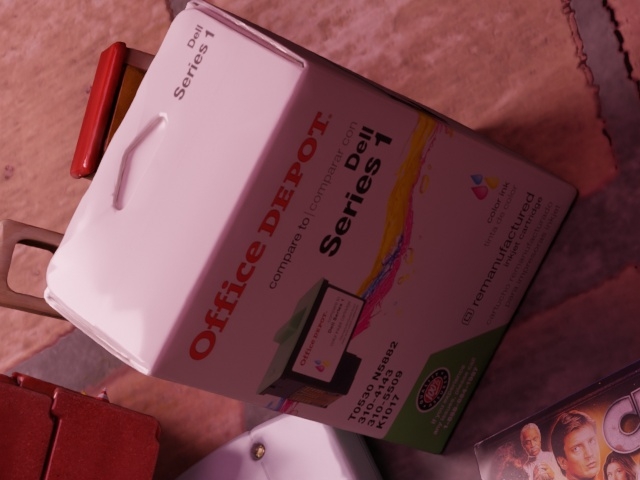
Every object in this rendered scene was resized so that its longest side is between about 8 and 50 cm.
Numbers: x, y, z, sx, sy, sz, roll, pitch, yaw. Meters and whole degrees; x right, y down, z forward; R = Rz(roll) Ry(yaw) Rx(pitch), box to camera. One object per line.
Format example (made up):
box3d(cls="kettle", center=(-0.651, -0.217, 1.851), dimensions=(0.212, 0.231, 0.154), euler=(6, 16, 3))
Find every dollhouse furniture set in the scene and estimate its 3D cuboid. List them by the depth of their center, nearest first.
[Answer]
box3d(cls="dollhouse furniture set", center=(-0.185, 0.032, 1.381), dimensions=(0.201, 0.152, 0.374), euler=(174, 110, -72))

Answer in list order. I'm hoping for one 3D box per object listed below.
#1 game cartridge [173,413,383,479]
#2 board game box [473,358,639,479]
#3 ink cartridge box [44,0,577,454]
box3d(cls="game cartridge", center=(-0.061, 0.252, 1.325), dimensions=(0.297, 0.062, 0.198), euler=(-42, 49, 23))
box3d(cls="board game box", center=(0.213, 0.146, 1.130), dimensions=(0.243, 0.042, 0.165), euler=(-32, 57, 29))
box3d(cls="ink cartridge box", center=(0.000, 0.000, 1.200), dimensions=(0.117, 0.278, 0.201), euler=(33, 98, 42))
